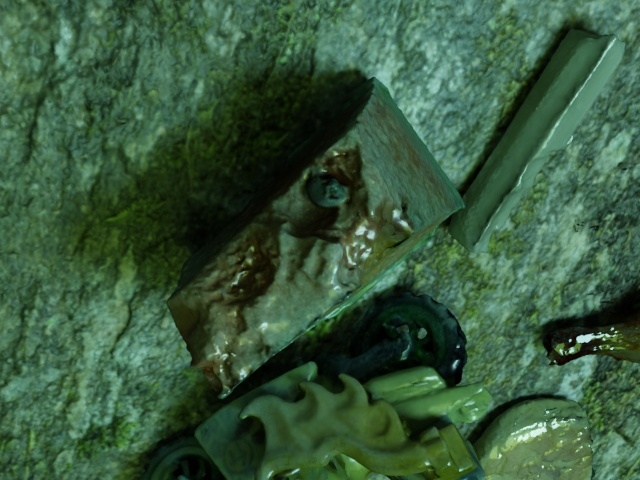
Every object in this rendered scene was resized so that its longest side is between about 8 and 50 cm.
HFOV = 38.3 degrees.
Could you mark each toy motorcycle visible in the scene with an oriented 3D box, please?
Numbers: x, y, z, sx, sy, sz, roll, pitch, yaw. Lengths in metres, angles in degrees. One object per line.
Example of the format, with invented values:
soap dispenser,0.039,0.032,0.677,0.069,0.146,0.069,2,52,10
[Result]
toy motorcycle,-0.003,0.235,0.967,0.410,0.237,0.169,-35,150,7

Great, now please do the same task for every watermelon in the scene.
watermelon,-0.008,-0.012,0.842,0.264,0.302,0.151,-40,84,12

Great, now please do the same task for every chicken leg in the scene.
chicken leg,0.413,0.056,1.065,0.177,0.083,0.322,33,106,-20

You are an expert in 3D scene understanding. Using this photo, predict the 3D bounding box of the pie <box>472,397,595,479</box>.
pie,0.264,0.295,1.177,0.185,0.052,0.218,-16,125,-7

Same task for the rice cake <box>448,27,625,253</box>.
rice cake,0.214,-0.098,0.922,0.052,0.057,0.256,21,113,-23
